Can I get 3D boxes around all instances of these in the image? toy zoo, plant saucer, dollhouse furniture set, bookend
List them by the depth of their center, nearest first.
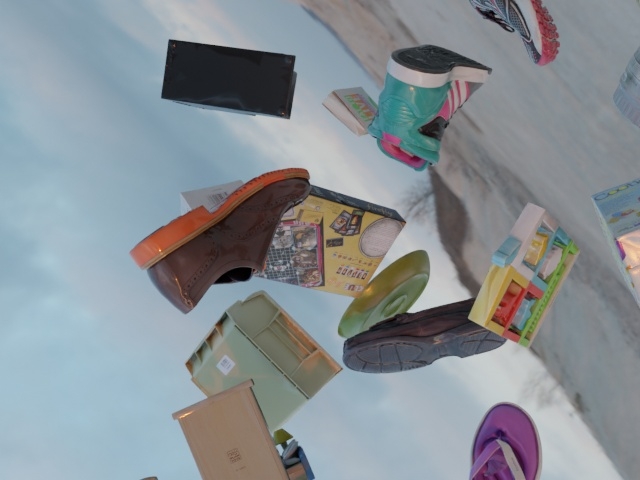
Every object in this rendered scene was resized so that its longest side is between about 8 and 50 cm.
[{"bbox_3d":[-0.093,-0.194,1.040,0.157,0.072,0.156,10,-174,12],"label":"bookend"},{"bbox_3d":[0.313,0.058,1.279,0.030,0.192,0.293,28,-179,32],"label":"toy zoo"},{"bbox_3d":[-0.178,0.377,1.435,0.303,0.286,0.198,97,149,-80],"label":"dollhouse furniture set"},{"bbox_3d":[0.136,0.119,1.649,0.037,0.241,0.241,46,-170,22],"label":"plant saucer"}]

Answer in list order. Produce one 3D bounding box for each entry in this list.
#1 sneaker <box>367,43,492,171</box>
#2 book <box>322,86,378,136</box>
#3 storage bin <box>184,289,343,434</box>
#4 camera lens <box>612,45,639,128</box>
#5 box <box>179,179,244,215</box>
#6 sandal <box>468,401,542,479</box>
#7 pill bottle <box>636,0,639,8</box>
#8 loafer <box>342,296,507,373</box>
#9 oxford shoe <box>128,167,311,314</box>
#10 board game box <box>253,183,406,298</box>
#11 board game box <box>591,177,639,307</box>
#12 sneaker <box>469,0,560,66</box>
[{"bbox_3d":[0.169,-0.202,1.309,0.124,0.178,0.295,30,-154,23],"label":"sneaker"},{"bbox_3d":[0.073,-0.240,1.559,0.096,0.035,0.144,48,-153,7],"label":"book"},{"bbox_3d":[-0.135,0.280,1.821,0.260,0.262,0.123,45,-136,5],"label":"storage bin"},{"bbox_3d":[0.666,-0.312,1.432,0.219,0.274,0.219,19,-145,-14],"label":"camera lens"},{"bbox_3d":[-0.195,-0.013,1.615,0.130,0.170,0.091,-14,-140,-25],"label":"box"},{"bbox_3d":[0.404,0.561,1.897,0.169,0.416,0.102,9,154,20],"label":"sandal"},{"bbox_3d":[0.382,-0.287,0.848,0.136,0.136,0.246,42,-149,-18],"label":"pill bottle"},{"bbox_3d":[0.186,0.169,1.523,0.109,0.302,0.095,79,-178,-48],"label":"loafer"},{"bbox_3d":[-0.092,-0.004,0.952,0.271,0.097,0.098,-34,-89,-43],"label":"oxford shoe"},{"bbox_3d":[0.000,0.000,1.342,0.243,0.165,0.042,15,-154,-36],"label":"board game box"},{"bbox_3d":[0.539,-0.003,1.329,0.142,0.144,0.275,66,-164,-11],"label":"board game box"},{"bbox_3d":[0.358,-0.453,1.604,0.121,0.112,0.299,7,-128,-56],"label":"sneaker"}]
